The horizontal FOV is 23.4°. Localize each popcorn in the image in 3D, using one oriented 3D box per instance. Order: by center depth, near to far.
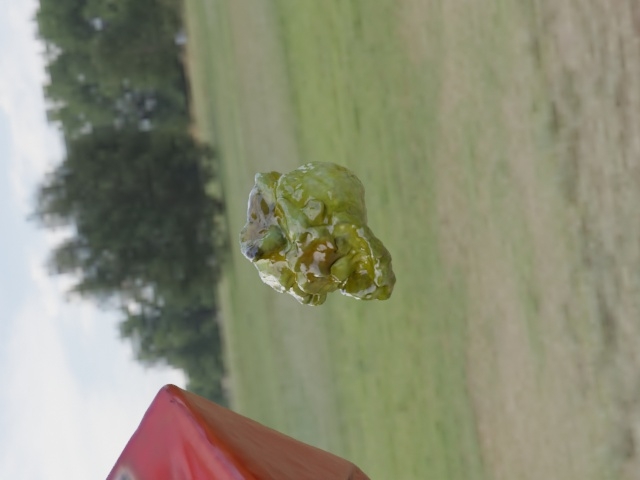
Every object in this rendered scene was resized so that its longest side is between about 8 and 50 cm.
[{"bbox_3d":[0.001,-0.002,0.732,0.068,0.083,0.059,-55,-13,-3],"label":"popcorn"}]

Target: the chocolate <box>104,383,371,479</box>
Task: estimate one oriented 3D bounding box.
[{"bbox_3d":[-0.023,0.305,0.727,0.341,0.161,0.360,45,110,40],"label":"chocolate"}]
